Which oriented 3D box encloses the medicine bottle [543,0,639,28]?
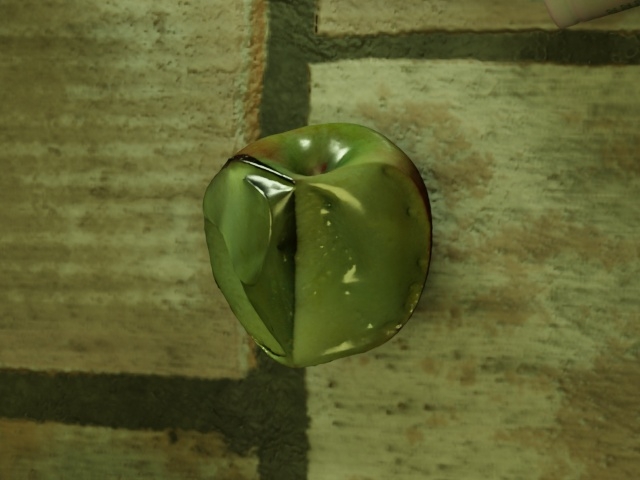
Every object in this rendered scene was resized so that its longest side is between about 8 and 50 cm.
[{"bbox_3d":[0.298,-0.284,1.431,0.254,0.152,0.152,-17,92,16],"label":"medicine bottle"}]

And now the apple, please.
[{"bbox_3d":[0.000,0.000,1.535,0.207,0.174,0.188,-2,116,13],"label":"apple"}]
